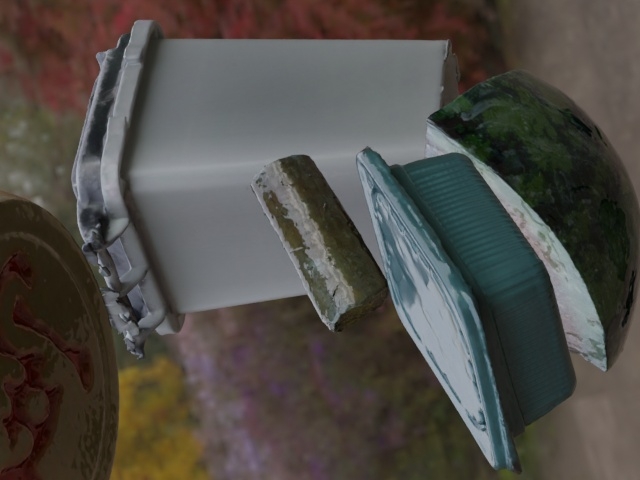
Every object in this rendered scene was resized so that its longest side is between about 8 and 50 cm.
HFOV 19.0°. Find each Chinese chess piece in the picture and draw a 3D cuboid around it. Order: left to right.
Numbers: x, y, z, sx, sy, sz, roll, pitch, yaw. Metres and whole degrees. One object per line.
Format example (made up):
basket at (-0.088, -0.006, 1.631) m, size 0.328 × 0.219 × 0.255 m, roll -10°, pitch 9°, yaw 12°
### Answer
Chinese chess piece at (-0.235, 0.097, 1.299) m, size 0.273 × 0.102 × 0.273 m, roll -6°, pitch -90°, yaw -69°

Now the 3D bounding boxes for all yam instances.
yam at (0.000, 0.000, 1.340) m, size 0.132 × 0.054 × 0.054 m, roll 60°, pitch 170°, yaw 22°

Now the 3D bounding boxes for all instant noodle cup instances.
instant noodle cup at (0.091, 0.031, 1.149) m, size 0.179 × 0.070 × 0.157 m, roll -119°, pitch 8°, yaw -48°

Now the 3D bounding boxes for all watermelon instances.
watermelon at (0.181, -0.026, 1.566) m, size 0.176 × 0.260 × 0.256 m, roll -12°, pitch 106°, yaw 41°

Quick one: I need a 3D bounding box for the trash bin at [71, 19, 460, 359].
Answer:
trash bin at (-0.043, -0.056, 1.882) m, size 0.256 × 0.368 × 0.296 m, roll 75°, pitch -164°, yaw -44°
